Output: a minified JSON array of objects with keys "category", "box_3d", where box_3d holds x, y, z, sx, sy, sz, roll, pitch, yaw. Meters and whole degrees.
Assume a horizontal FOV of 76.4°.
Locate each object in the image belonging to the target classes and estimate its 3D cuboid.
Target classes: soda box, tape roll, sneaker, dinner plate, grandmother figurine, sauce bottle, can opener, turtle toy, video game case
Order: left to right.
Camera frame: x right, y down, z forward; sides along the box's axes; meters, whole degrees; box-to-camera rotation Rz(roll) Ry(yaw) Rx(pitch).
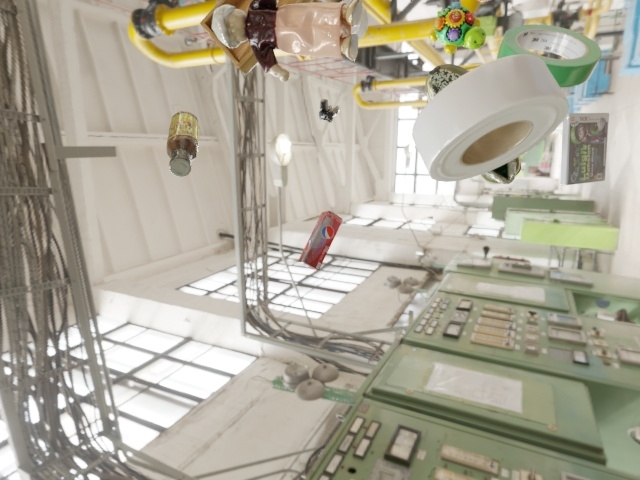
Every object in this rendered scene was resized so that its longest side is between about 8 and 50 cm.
[{"category":"sauce bottle","box_3d":[-0.485,-0.344,1.442,0.344,0.112,0.111,-110,0,-48]},{"category":"grandmother figurine","box_3d":[-0.088,-0.466,0.906,0.104,0.343,0.207,-36,-43,-67]},{"category":"soda box","box_3d":[0.000,0.000,1.823,0.084,0.092,0.263,30,-101,-17]},{"category":"can opener","box_3d":[0.038,-0.447,1.401,0.186,0.059,0.073,-52,-26,-65]},{"category":"dinner plate","box_3d":[0.107,-0.798,1.483,0.017,0.141,0.141,-60,-35,-34]},{"category":"turtle toy","box_3d":[0.301,-0.458,0.879,0.095,0.130,0.066,-46,-13,8]},{"category":"sneaker","box_3d":[0.446,-0.321,1.145,0.410,0.158,0.182,50,-158,-10]},{"category":"tape roll","box_3d":[0.338,-0.234,0.831,0.286,0.287,0.100,24,-136,-63]},{"category":"tape roll","box_3d":[0.796,-0.654,1.430,0.077,0.322,0.321,92,-160,-50]},{"category":"video game case","box_3d":[0.728,-0.252,1.119,0.173,0.022,0.190,-8,-78,-24]}]

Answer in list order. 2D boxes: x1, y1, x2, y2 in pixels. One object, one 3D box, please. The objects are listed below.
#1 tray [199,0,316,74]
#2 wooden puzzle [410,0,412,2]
[{"category":"tray","box_3d":[-0.166,-0.756,1.289,0.202,0.411,0.076,50,-168,5]},{"category":"wooden puzzle","box_3d":[0.355,-1.002,1.643,0.050,0.006,0.083,-12,-87,-23]}]
